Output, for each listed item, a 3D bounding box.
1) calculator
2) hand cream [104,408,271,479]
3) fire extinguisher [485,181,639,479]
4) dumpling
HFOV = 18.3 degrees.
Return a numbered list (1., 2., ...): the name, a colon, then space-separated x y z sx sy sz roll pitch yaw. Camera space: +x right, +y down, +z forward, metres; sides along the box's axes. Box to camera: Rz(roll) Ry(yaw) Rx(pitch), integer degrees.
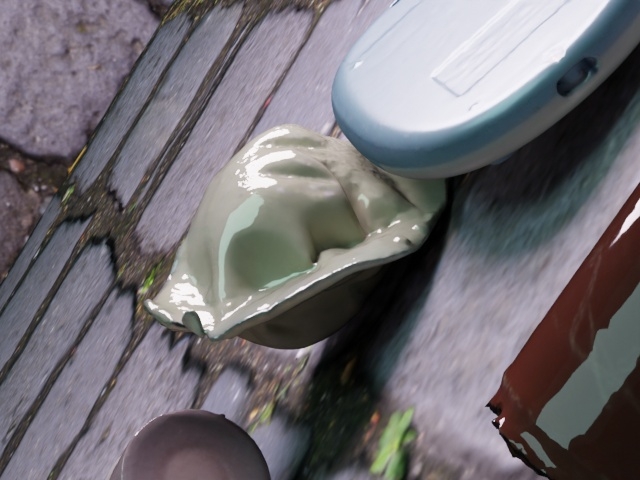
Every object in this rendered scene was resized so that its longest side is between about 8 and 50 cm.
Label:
1. calculator: 0.088 -0.113 1.058 0.188 0.042 0.302 -44 21 1
2. hand cream: -0.099 0.175 1.131 0.133 0.083 0.248 -65 6 -34
3. fire extinguisher: 0.188 -0.058 0.577 0.337 0.106 0.147 -55 -11 10
4. dumpling: 0.000 -0.004 1.103 0.155 0.111 0.181 13 69 51
